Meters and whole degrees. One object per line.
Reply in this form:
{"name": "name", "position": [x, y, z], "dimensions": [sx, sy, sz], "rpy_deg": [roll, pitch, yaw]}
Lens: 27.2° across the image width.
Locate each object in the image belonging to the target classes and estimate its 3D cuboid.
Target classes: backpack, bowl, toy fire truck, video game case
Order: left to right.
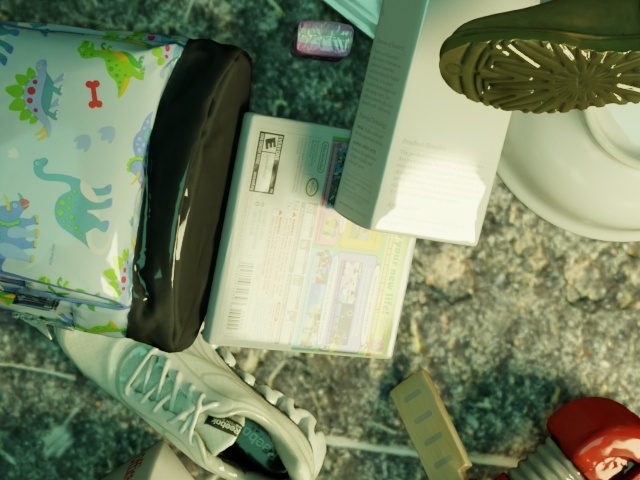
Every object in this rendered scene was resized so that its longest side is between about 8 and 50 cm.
{"name": "backpack", "position": [-0.268, -0.071, 1.145], "dimensions": [0.356, 0.273, 0.290], "rpy_deg": [13, 89, 11]}
{"name": "video game case", "position": [0.000, 0.000, 1.221], "dimensions": [0.193, 0.023, 0.212], "rpy_deg": [7, 98, -27]}
{"name": "toy fire truck", "position": [0.198, 0.214, 1.244], "dimensions": [0.217, 0.158, 0.246], "rpy_deg": [-42, 107, 5]}
{"name": "bowl", "position": [0.291, -0.138, 1.191], "dimensions": [0.298, 0.134, 0.297], "rpy_deg": [0, 97, -2]}

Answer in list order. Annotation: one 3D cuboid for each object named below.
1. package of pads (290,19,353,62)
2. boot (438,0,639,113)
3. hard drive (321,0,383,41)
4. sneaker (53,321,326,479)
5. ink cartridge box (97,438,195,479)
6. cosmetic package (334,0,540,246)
{"name": "package of pads", "position": [0.001, -0.181, 1.204], "dimensions": [0.050, 0.083, 0.032], "rpy_deg": [8, 93, -6]}
{"name": "boot", "position": [0.217, -0.234, 1.108], "dimensions": [0.236, 0.089, 0.269], "rpy_deg": [3, 57, 1]}
{"name": "hard drive", "position": [0.103, -0.335, 1.206], "dimensions": [0.203, 0.040, 0.307], "rpy_deg": [37, 95, -6]}
{"name": "sneaker", "position": [-0.120, 0.144, 1.230], "dimensions": [0.292, 0.118, 0.110], "rpy_deg": [34, 98, -4]}
{"name": "ink cartridge box", "position": [-0.233, 0.322, 1.207], "dimensions": [0.278, 0.201, 0.117], "rpy_deg": [-33, 97, 3]}
{"name": "cosmetic package", "position": [0.101, -0.119, 1.173], "dimensions": [0.117, 0.085, 0.231], "rpy_deg": [9, 100, -27]}
